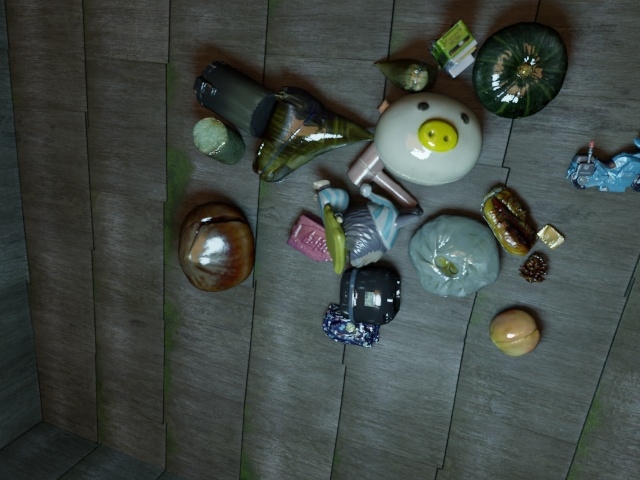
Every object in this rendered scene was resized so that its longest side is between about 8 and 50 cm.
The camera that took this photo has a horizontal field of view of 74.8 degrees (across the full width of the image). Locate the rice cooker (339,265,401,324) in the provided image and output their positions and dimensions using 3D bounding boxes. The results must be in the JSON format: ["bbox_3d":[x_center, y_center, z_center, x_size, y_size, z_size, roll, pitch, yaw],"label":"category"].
[{"bbox_3d":[0.208,0.223,1.720,0.224,0.267,0.267,4,104,22],"label":"rice cooker"}]

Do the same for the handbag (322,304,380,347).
[{"bbox_3d":[0.138,0.383,1.860,0.260,0.113,0.162,10,112,9],"label":"handbag"}]

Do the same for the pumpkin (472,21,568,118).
[{"bbox_3d":[0.658,-0.562,1.401,0.300,0.207,0.300,1,107,4],"label":"pumpkin"}]

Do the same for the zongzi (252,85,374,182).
[{"bbox_3d":[-0.036,-0.353,1.691,0.432,0.208,0.403,31,110,7],"label":"zongzi"}]

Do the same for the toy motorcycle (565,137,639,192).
[{"bbox_3d":[0.986,-0.252,1.406,0.272,0.123,0.182,5,115,17],"label":"toy motorcycle"}]

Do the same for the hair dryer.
[{"bbox_3d":[0.291,-0.228,1.678,0.344,0.107,0.189,40,111,-4],"label":"hair dryer"}]

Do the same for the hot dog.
[{"bbox_3d":[0.701,-0.072,1.541,0.162,0.082,0.270,-29,85,-19],"label":"hot dog"}]

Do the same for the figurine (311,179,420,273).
[{"bbox_3d":[0.192,-0.086,1.661,0.377,0.266,0.361,-13,66,-9],"label":"figurine"}]

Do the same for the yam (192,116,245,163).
[{"bbox_3d":[-0.424,-0.418,1.789,0.161,0.268,0.161,0,90,10],"label":"yam"}]

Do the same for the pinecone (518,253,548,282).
[{"bbox_3d":[0.802,0.105,1.575,0.102,0.102,0.109,14,79,15],"label":"pinecone"}]

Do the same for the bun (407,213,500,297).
[{"bbox_3d":[0.515,0.064,1.605,0.354,0.194,0.354,5,107,18],"label":"bun"}]

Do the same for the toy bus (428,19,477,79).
[{"bbox_3d":[0.445,-0.634,1.404,0.113,0.302,0.139,-40,94,20],"label":"toy bus"}]

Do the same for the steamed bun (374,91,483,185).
[{"bbox_3d":[0.377,-0.357,1.479,0.374,0.334,0.334,15,108,-3],"label":"steamed bun"}]

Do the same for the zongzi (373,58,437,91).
[{"bbox_3d":[0.282,-0.609,1.506,0.256,0.228,0.115,26,117,14],"label":"zongzi"}]

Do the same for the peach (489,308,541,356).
[{"bbox_3d":[0.750,0.352,1.608,0.184,0.184,0.184,5,104,18],"label":"peach"}]

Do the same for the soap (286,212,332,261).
[{"bbox_3d":[0.000,0.000,1.824,0.250,0.099,0.162,30,104,10],"label":"soap"}]

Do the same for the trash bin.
[{"bbox_3d":[-0.333,-0.576,1.721,0.301,0.252,0.203,34,113,14],"label":"trash bin"}]

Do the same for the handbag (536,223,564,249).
[{"bbox_3d":[0.854,-0.014,1.559,0.083,0.027,0.061,45,116,9],"label":"handbag"}]

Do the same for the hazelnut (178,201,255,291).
[{"bbox_3d":[-0.464,0.033,1.875,0.359,0.359,0.409,7,114,17],"label":"hazelnut"}]

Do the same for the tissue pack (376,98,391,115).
[{"bbox_3d":[0.269,-0.505,1.637,0.083,0.035,0.063,42,113,7],"label":"tissue pack"}]
